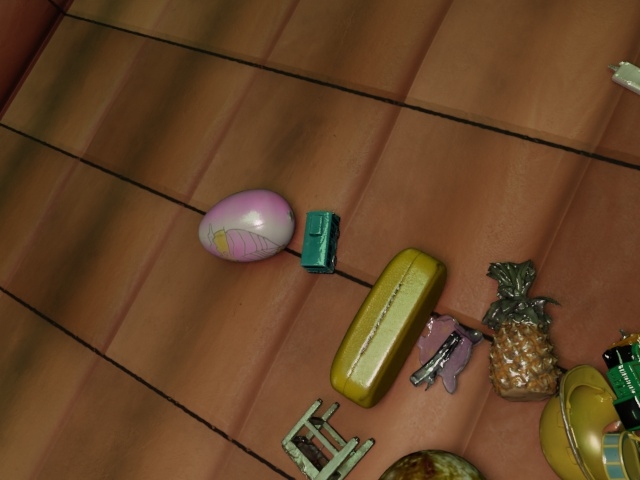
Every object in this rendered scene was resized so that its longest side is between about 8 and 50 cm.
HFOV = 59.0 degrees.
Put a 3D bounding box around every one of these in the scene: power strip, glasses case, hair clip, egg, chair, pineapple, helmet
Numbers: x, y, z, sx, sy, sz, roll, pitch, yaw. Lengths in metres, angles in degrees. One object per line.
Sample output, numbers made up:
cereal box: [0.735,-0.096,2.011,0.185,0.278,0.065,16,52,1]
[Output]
power strip: [0.767,-0.371,1.344,0.047,0.030,0.191,-47,63,1]
glasses case: [0.149,0.193,1.301,0.141,0.173,0.371,27,80,26]
hair clip: [0.272,0.256,1.282,0.187,0.056,0.146,-56,39,4]
egg: [-0.199,-0.035,1.503,0.271,0.196,0.196,-16,67,9]
chair: [-0.023,0.508,1.278,0.147,0.136,0.270,39,90,29]
pineapple: [0.437,0.183,1.225,0.170,0.141,0.310,-10,61,25]
egg: [0.207,0.548,1.120,0.289,0.238,0.238,-30,63,20]
helmet: [0.500,0.387,1.109,0.140,0.205,0.257,-40,65,49]

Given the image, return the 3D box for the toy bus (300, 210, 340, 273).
toy bus: [0.000,0.000,1.473,0.079,0.092,0.160,1,72,20]

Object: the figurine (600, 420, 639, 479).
figurine: [0.617,0.370,0.939,0.275,0.158,0.161,-24,50,38]

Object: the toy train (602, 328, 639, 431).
toy train: [0.626,0.283,1.103,0.136,0.091,0.228,-8,64,-22]
